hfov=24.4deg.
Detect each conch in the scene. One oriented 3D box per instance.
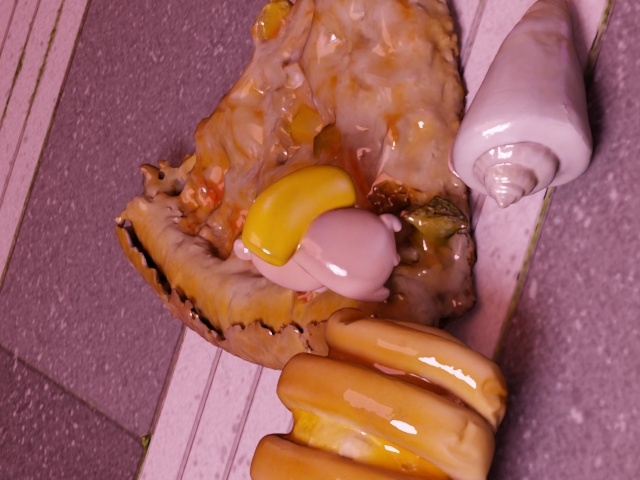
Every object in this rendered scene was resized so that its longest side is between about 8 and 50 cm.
[{"bbox_3d":[0.132,-0.094,1.004,0.104,0.094,0.176,84,-177,-59],"label":"conch"}]

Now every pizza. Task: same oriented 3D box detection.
[{"bbox_3d":[-0.007,-0.039,1.176,0.435,0.080,0.392,-53,40,28],"label":"pizza"}]

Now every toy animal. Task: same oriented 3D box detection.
[{"bbox_3d":[0.000,0.000,1.040,0.082,0.114,0.091,108,-179,-57],"label":"toy animal"}]

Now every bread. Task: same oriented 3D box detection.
[{"bbox_3d":[0.015,0.200,0.946,0.173,0.121,0.311,7,82,55],"label":"bread"}]
